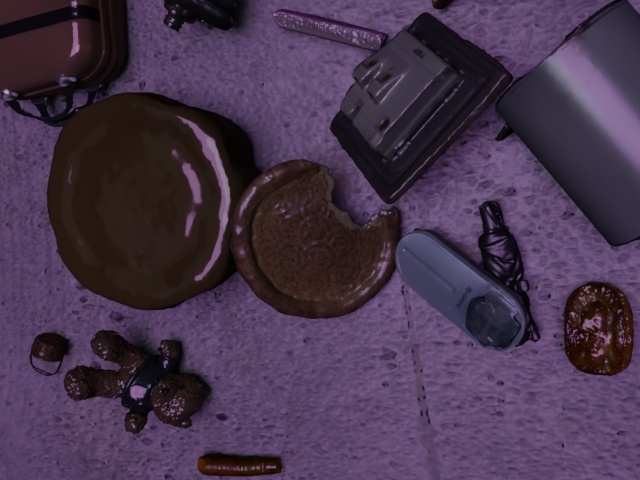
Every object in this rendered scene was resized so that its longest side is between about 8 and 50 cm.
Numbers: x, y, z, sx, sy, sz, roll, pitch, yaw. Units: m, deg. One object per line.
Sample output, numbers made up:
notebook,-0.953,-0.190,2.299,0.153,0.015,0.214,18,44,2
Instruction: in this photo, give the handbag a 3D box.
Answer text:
handbag,-0.516,-0.358,1.191,0.301,0.149,0.283,-6,95,17

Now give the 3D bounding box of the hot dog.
hot dog,0.429,0.138,0.971,0.099,0.065,0.147,3,99,28

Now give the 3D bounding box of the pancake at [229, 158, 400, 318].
pancake,0.000,0.000,1.032,0.286,0.033,0.288,-20,111,-7

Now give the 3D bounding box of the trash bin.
trash bin,0.409,-0.156,0.867,0.263,0.217,0.277,53,134,6

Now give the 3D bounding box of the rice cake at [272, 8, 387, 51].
rice cake,0.014,-0.358,1.066,0.206,0.047,0.036,20,108,16

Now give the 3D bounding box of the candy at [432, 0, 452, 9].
candy,0.271,-0.441,0.905,0.271,0.101,0.143,-3,94,46

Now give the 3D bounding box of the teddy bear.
teddy bear,-0.340,0.264,1.205,0.251,0.129,0.182,27,82,-4

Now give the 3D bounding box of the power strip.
power strip,0.123,-0.221,0.962,0.251,0.092,0.257,-44,42,12

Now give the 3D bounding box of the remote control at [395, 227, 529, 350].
remote control,0.222,0.074,1.005,0.247,0.052,0.104,42,128,26

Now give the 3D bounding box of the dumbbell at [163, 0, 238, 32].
dumbbell,-0.142,-0.524,1.032,0.179,0.179,0.406,39,105,11

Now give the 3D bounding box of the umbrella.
umbrella,0.292,0.052,1.011,0.066,0.059,0.236,-15,92,2

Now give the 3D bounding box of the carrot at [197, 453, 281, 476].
carrot,-0.155,0.430,1.207,0.170,0.042,0.042,-6,94,16

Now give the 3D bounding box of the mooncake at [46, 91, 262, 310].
mooncake,-0.277,-0.071,1.120,0.378,0.201,0.379,2,97,14

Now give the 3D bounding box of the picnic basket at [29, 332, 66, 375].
picnic basket,-0.569,0.240,1.308,0.072,0.072,0.083,25,102,14
